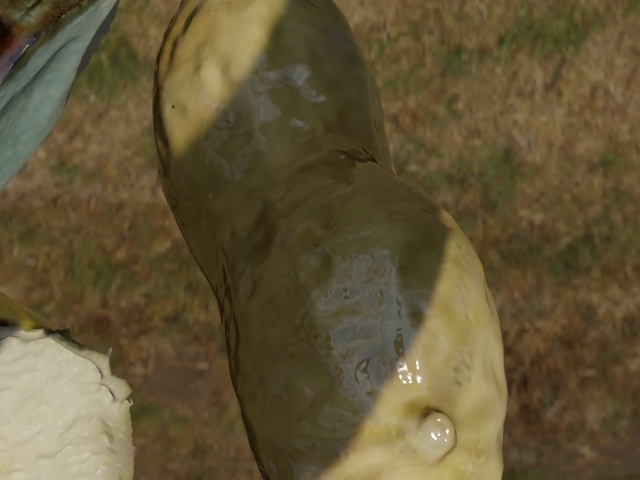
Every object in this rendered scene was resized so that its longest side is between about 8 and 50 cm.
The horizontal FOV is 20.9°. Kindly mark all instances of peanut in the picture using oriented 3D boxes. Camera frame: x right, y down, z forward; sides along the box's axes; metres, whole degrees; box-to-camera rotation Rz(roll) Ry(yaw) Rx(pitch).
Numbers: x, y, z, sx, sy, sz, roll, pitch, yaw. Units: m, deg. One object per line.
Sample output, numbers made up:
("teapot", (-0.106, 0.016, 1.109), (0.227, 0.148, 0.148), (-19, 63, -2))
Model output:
("peanut", (0.000, 0.000, 0.671), (0.101, 0.263, 0.117), (8, 137, -39))

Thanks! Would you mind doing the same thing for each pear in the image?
("pear", (-0.253, 0.121, 1.077), (0.267, 0.178, 0.267), (-14, 125, -21))

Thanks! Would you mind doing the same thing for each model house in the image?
("model house", (-0.193, -0.096, 0.789), (0.152, 0.165, 0.106), (40, 167, 3))
